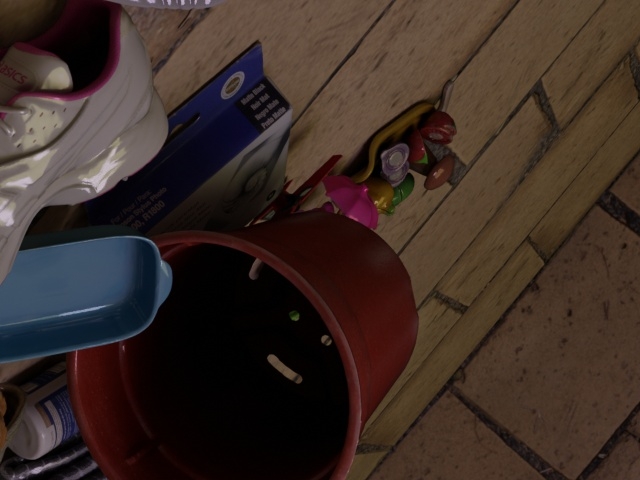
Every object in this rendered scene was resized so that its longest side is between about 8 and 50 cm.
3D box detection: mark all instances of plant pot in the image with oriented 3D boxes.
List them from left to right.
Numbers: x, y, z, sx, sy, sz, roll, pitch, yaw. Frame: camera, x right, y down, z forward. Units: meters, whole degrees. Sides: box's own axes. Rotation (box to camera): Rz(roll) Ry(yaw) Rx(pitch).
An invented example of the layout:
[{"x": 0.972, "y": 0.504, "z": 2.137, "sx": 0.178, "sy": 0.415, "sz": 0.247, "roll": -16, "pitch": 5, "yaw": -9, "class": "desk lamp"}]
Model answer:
[{"x": -0.044, "y": 0.095, "z": 1.388, "sx": 0.272, "sy": 0.272, "sz": 0.265, "roll": -57, "pitch": 169, "yaw": 23, "class": "plant pot"}]

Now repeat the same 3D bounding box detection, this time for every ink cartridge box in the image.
[{"x": -0.115, "y": -0.044, "z": 1.396, "sx": 0.223, "sy": 0.045, "sz": 0.224, "roll": -43, "pitch": 162, "yaw": -21, "class": "ink cartridge box"}]

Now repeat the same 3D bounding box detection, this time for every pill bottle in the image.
[{"x": -0.244, "y": 0.152, "z": 1.454, "sx": 0.120, "sy": 0.067, "sz": 0.067, "roll": -32, "pitch": 156, "yaw": -45, "class": "pill bottle"}]

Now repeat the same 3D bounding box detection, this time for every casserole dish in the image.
[{"x": -0.213, "y": 0.038, "z": 1.220, "sx": 0.188, "sy": 0.037, "sz": 0.114, "roll": -10, "pitch": 131, "yaw": -22, "class": "casserole dish"}]

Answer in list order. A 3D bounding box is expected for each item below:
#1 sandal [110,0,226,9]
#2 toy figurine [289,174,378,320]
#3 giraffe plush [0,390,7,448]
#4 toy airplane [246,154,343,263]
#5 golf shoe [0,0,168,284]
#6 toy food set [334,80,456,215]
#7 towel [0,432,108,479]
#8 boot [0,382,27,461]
[{"x": -0.153, "y": -0.202, "z": 0.936, "sx": 0.265, "sy": 0.076, "sz": 0.102, "roll": -5, "pitch": 121, "yaw": -39, "class": "sandal"}, {"x": 0.000, "y": 0.000, "z": 1.733, "sx": 0.173, "sy": 0.130, "sz": 0.159, "roll": -13, "pitch": 133, "yaw": -24, "class": "toy figurine"}, {"x": -0.289, "y": 0.225, "z": 1.212, "sx": 0.210, "sy": 0.170, "sz": 0.181, "roll": -44, "pitch": -156, "yaw": 2, "class": "giraffe plush"}, {"x": -0.037, "y": -0.038, "z": 1.576, "sx": 0.151, "sy": 0.028, "sz": 0.151, "roll": -48, "pitch": -175, "yaw": 5, "class": "toy airplane"}, {"x": -0.226, "y": -0.056, "z": 1.016, "sx": 0.306, "sy": 0.115, "sz": 0.140, "roll": -46, "pitch": 154, "yaw": -34, "class": "golf shoe"}, {"x": 0.111, "y": -0.092, "z": 1.824, "sx": 0.218, "sy": 0.071, "sz": 0.128, "roll": -38, "pitch": 160, "yaw": -34, "class": "toy food set"}, {"x": -0.239, "y": 0.264, "z": 1.565, "sx": 0.283, "sy": 0.121, "sz": 0.235, "roll": -28, "pitch": 169, "yaw": -46, "class": "towel"}, {"x": -0.345, "y": 0.219, "z": 1.326, "sx": 0.213, "sy": 0.077, "sz": 0.165, "roll": -37, "pitch": 161, "yaw": -56, "class": "boot"}]
